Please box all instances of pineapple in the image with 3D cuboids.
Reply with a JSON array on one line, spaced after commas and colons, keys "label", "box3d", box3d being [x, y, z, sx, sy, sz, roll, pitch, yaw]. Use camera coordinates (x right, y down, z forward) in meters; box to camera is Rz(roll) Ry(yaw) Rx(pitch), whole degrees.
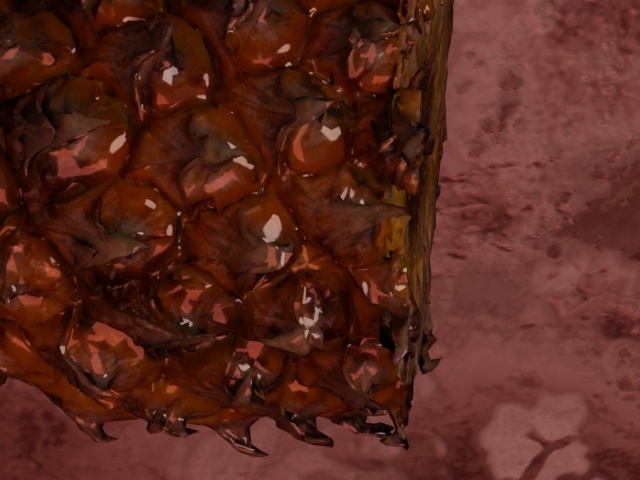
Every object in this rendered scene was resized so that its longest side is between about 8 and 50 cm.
[{"label": "pineapple", "box3d": [-0.069, -0.051, 1.027, 0.300, 0.352, 0.352, 2, 128, 0]}]
